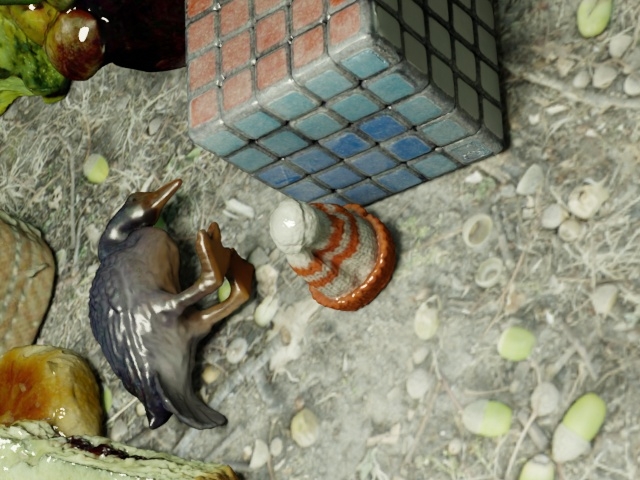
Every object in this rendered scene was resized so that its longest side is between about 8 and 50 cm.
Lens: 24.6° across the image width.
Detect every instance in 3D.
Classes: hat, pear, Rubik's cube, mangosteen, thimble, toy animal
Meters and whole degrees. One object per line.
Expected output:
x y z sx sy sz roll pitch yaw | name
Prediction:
0.000 0.000 1.434 0.094 0.162 0.112 -1 72 39 | hat
-0.490 -0.250 1.953 0.255 0.238 0.164 -16 65 34 | pear
0.025 -0.192 1.462 0.237 0.237 0.238 -23 55 34 | Rubik's cube
-0.213 -0.319 1.697 0.297 0.297 0.313 -10 48 38 | mangosteen
-0.445 0.073 1.808 0.229 0.148 0.196 -49 45 14 | thimble
-0.166 0.069 1.579 0.185 0.122 0.298 -16 65 24 | toy animal

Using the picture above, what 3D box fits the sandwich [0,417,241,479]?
-0.239 0.262 1.497 0.288 0.099 0.254 -40 72 19 | sandwich

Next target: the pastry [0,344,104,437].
-0.326 0.213 1.666 0.182 0.093 0.192 -23 55 30 | pastry
